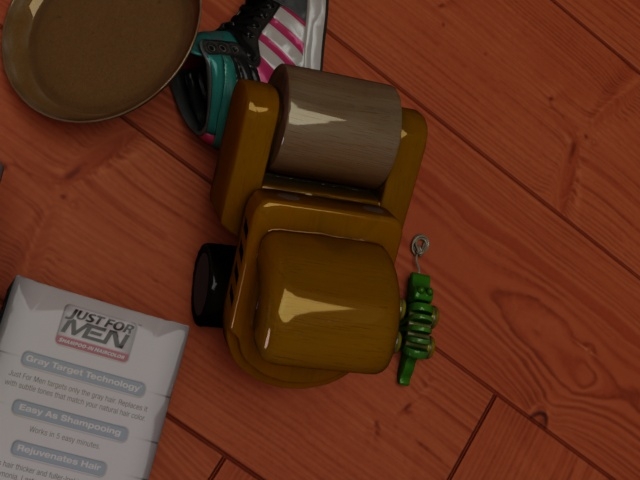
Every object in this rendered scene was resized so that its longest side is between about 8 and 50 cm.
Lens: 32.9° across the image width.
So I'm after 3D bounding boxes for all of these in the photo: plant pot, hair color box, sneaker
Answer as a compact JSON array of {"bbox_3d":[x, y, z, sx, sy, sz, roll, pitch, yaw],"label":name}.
[{"bbox_3d":[-0.235,-0.232,1.185,0.236,0.032,0.236,-4,72,14],"label":"plant pot"},{"bbox_3d":[-0.278,0.243,1.099,0.185,0.113,0.375,18,76,-16],"label":"hair color box"},{"bbox_3d":[-0.097,-0.233,1.248,0.178,0.123,0.296,7,79,-28],"label":"sneaker"}]

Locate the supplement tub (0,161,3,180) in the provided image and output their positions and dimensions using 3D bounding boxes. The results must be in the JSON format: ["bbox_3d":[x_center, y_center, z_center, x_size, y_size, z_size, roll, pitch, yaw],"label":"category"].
[{"bbox_3d":[-0.440,0.057,1.004,0.241,0.241,0.331,17,75,-16],"label":"supplement tub"}]

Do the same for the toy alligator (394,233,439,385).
[{"bbox_3d":[0.118,0.079,1.303,0.056,0.051,0.190,13,77,-18],"label":"toy alligator"}]

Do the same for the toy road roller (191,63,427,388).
[{"bbox_3d":[0.000,0.000,1.135,0.202,0.240,0.330,8,107,-19],"label":"toy road roller"}]
